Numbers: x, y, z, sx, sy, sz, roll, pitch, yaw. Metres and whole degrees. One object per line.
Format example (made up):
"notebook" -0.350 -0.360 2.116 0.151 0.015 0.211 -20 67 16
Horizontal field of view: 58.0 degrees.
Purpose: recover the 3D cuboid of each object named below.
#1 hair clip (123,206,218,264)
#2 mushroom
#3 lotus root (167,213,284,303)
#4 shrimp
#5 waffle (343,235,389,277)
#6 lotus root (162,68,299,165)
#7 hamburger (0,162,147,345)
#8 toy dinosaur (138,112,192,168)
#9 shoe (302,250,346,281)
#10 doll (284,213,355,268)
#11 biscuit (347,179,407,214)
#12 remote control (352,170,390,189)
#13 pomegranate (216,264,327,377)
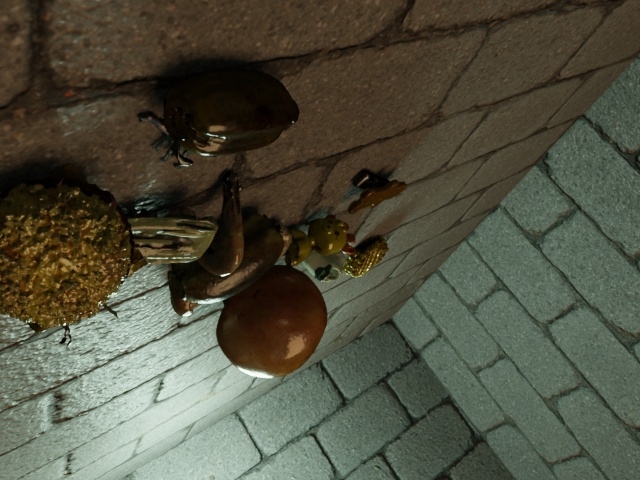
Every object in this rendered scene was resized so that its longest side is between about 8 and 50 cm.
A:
"hair clip" -0.350 -0.007 1.046 0.322 0.091 0.138 -8 147 -38
"mushroom" -0.222 0.070 1.458 0.351 0.095 0.122 -34 144 -16
"lotus root" -0.211 0.047 1.322 0.275 0.151 0.160 -29 168 -20
"shrimp" -0.211 -0.038 1.191 0.046 0.152 0.219 -6 106 -50
"waffle" 0.173 0.062 2.204 0.197 0.070 0.193 -50 158 27
"lotus root" -0.137 -0.201 0.901 0.124 0.122 0.241 -36 171 39
"hamburger" -0.389 0.030 0.853 0.243 0.139 0.261 -37 123 -9
"toy dinosaur" -0.226 -0.163 0.949 0.080 0.045 0.197 -49 150 16
"shoe" 0.032 0.096 1.959 0.095 0.110 0.265 -44 158 18
"doll" 0.000 0.000 1.633 0.221 0.142 0.135 -17 152 -31
"biscuit" 0.172 -0.135 1.680 0.205 0.031 0.138 -19 162 -36
"remote control" 0.151 -0.164 1.663 0.059 0.028 0.212 -44 160 18
"pomegranate" -0.154 0.224 1.651 0.338 0.338 0.338 -33 161 -13
